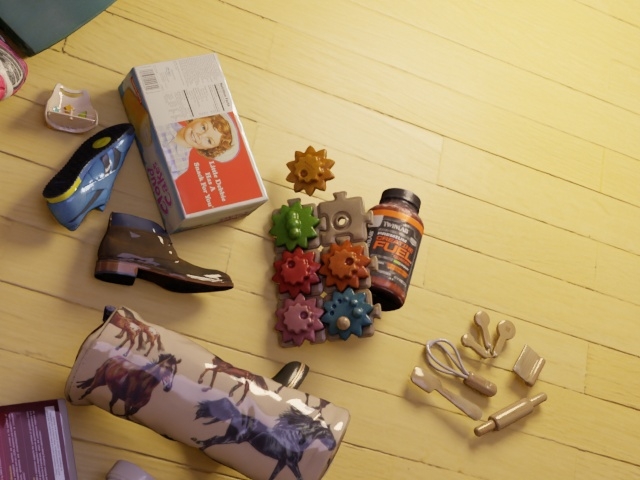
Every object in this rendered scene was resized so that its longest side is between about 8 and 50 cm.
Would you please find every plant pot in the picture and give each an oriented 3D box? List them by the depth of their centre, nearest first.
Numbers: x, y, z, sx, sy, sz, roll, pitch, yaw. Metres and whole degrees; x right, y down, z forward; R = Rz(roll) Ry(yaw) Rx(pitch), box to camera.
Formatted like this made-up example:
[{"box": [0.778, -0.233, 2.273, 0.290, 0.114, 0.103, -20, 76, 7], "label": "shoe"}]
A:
[{"box": [-0.402, -0.404, 1.991, 0.166, 0.165, 0.234, 46, 80, -16], "label": "plant pot"}]

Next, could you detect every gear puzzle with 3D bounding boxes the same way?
[{"box": [0.000, 0.000, 2.071, 0.175, 0.044, 0.339, -8, 72, 13], "label": "gear puzzle"}]

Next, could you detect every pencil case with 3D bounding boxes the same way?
[{"box": [-0.157, 0.241, 1.842, 0.410, 0.183, 0.160, 25, 80, -4], "label": "pencil case"}]

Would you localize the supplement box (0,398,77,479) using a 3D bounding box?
[{"box": [-0.470, 0.303, 1.782, 0.239, 0.073, 0.130, -4, 73, -27], "label": "supplement box"}]

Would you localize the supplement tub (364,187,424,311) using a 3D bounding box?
[{"box": [0.112, 0.012, 2.137, 0.106, 0.106, 0.198, 24, 64, -16], "label": "supplement tub"}]

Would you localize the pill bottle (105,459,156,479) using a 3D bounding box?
[{"box": [-0.307, 0.408, 1.799, 0.112, 0.112, 0.186, 40, 61, -8], "label": "pill bottle"}]

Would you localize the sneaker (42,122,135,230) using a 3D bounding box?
[{"box": [-0.350, -0.100, 1.991, 0.209, 0.069, 0.082, -56, 133, -37], "label": "sneaker"}]

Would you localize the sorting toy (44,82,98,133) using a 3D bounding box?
[{"box": [-0.395, -0.212, 2.015, 0.083, 0.045, 0.075, 12, 61, -21], "label": "sorting toy"}]

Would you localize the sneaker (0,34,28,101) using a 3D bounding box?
[{"box": [-0.575, -0.324, 1.938, 0.299, 0.121, 0.112, 49, 31, -2], "label": "sneaker"}]

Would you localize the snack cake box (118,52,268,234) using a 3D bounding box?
[{"box": [-0.206, -0.157, 2.056, 0.152, 0.089, 0.264, -14, 79, -30], "label": "snack cake box"}]

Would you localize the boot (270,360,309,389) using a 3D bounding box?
[{"box": [-0.123, 0.222, 1.976, 0.137, 0.077, 0.198, 45, 59, 1], "label": "boot"}]

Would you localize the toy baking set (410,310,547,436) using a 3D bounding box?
[{"box": [0.273, 0.233, 2.184, 0.256, 0.030, 0.196, -27, 83, -30], "label": "toy baking set"}]

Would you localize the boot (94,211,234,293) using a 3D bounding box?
[{"box": [-0.237, 0.020, 1.984, 0.219, 0.082, 0.106, 9, 71, -20], "label": "boot"}]
